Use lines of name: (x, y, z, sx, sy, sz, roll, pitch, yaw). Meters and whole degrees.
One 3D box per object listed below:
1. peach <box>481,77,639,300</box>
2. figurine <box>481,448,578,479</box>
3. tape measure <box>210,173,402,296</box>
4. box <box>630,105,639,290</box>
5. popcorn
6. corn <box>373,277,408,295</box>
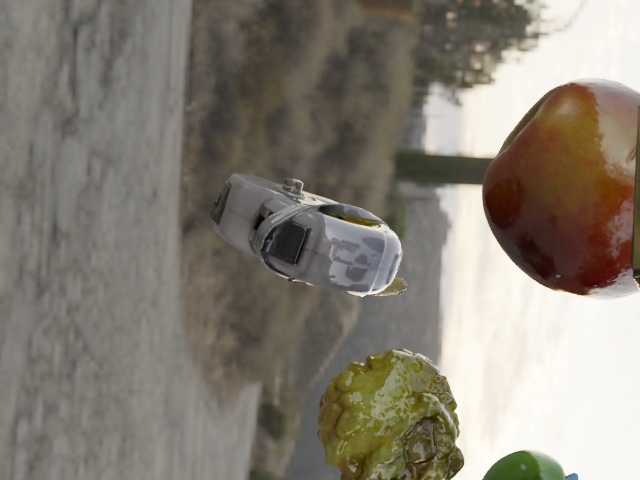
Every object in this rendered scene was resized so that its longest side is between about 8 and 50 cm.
peach: (0.335, -0.046, 1.698, 0.245, 0.274, 0.248, -54, 176, 0)
figurine: (0.317, 0.406, 2.105, 0.162, 0.143, 0.263, -51, -164, 10)
tape measure: (0.000, 0.000, 1.764, 0.120, 0.236, 0.197, -71, -158, 9)
box: (0.339, -0.011, 1.317, 0.240, 0.071, 0.159, 42, 50, -62)
popcorn: (0.086, 0.232, 1.749, 0.155, 0.197, 0.198, -113, -155, -67)
corn: (0.109, 0.075, 2.274, 0.028, 0.083, 0.027, 56, -51, 24)
